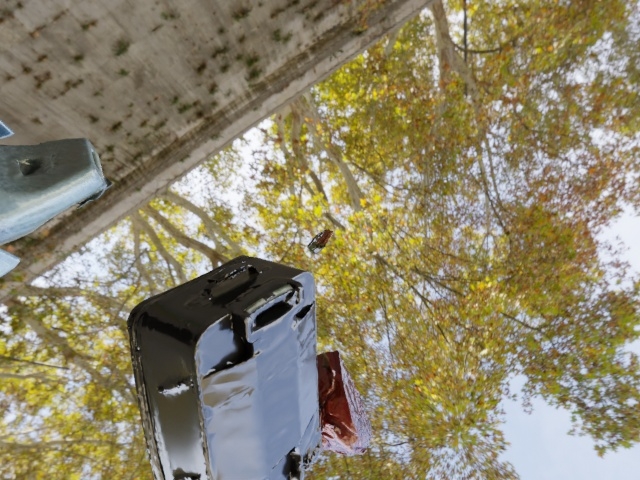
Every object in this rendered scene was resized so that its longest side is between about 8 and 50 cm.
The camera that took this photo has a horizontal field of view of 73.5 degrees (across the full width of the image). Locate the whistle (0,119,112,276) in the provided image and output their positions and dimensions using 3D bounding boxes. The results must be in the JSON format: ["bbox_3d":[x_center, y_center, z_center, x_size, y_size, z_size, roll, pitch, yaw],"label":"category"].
[{"bbox_3d":[-0.302,-0.020,0.319,0.269,0.093,0.180,-24,-126,-14],"label":"whistle"}]

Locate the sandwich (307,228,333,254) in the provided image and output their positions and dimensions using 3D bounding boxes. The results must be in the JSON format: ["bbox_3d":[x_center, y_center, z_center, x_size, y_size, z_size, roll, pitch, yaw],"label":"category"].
[{"bbox_3d":[-0.001,0.000,1.038,0.069,0.026,0.101,-37,-169,37],"label":"sandwich"}]

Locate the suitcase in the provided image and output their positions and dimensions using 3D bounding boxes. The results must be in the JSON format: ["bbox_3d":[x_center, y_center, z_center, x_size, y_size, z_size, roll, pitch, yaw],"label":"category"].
[{"bbox_3d":[-0.128,0.242,0.687,0.194,0.283,0.434,13,-65,32],"label":"suitcase"}]

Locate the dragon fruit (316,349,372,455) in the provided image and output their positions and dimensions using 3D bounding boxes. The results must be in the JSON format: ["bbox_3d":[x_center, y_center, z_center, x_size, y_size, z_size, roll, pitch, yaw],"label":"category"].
[{"bbox_3d":[-0.002,0.427,0.994,0.205,0.317,0.152,-17,-145,10],"label":"dragon fruit"}]
